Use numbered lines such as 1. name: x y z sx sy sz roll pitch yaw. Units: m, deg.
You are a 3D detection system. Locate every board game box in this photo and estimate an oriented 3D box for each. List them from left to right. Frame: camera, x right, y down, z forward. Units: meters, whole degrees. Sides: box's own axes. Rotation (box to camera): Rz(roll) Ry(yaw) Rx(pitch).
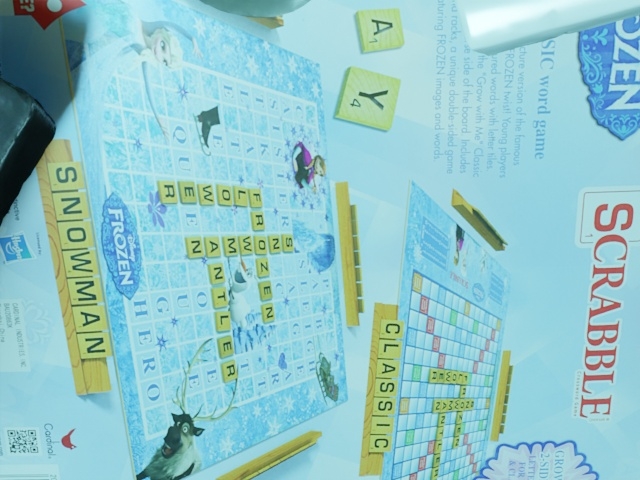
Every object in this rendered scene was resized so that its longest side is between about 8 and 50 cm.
1. board game box: 0.000 0.000 0.581 0.318 0.066 0.318 -1 118 -1

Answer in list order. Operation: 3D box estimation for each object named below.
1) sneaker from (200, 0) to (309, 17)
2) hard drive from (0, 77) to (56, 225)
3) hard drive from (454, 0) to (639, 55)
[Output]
1. sneaker: -0.019 -0.257 0.328 0.158 0.182 0.410 28 111 34
2. hard drive: -0.296 -0.026 0.465 0.339 0.064 0.236 29 84 -1
3. hard drive: 0.172 -0.194 0.413 0.308 0.040 0.203 -13 89 19
